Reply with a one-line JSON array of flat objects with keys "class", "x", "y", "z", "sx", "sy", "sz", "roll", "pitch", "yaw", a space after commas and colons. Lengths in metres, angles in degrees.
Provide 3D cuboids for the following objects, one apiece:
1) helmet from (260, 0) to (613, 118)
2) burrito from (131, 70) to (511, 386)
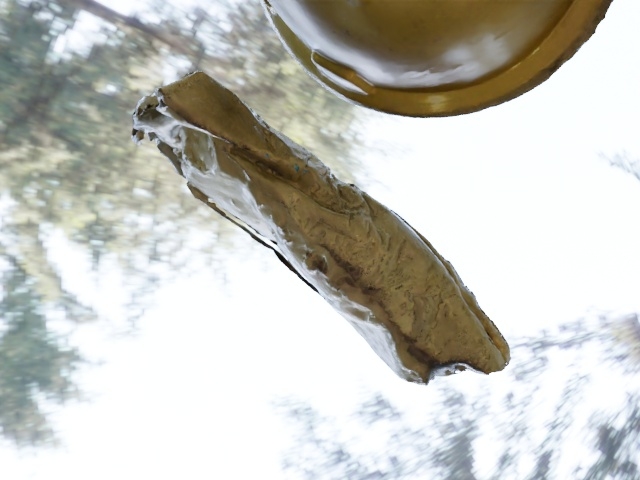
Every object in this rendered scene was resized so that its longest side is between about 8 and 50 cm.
[{"class": "helmet", "x": 0.028, "y": -0.191, "z": 0.767, "sx": 0.205, "sy": 0.140, "sz": 0.257, "roll": -28, "pitch": -115, "yaw": 17}, {"class": "burrito", "x": 0.002, "y": -0.002, "z": 0.810, "sx": 0.229, "sy": 0.058, "sz": 0.063, "roll": 38, "pitch": -73, "yaw": -19}]
